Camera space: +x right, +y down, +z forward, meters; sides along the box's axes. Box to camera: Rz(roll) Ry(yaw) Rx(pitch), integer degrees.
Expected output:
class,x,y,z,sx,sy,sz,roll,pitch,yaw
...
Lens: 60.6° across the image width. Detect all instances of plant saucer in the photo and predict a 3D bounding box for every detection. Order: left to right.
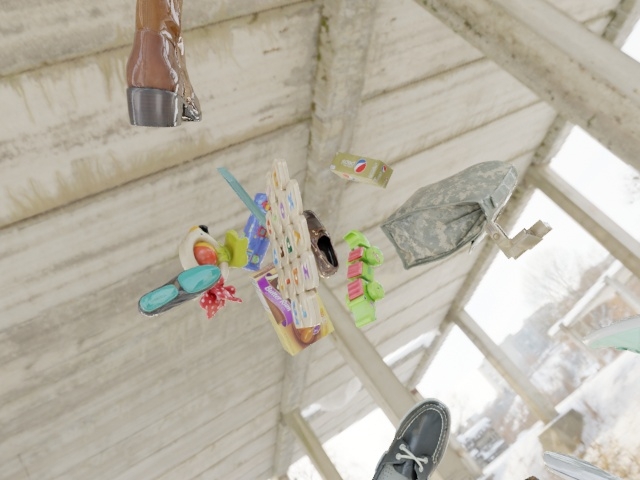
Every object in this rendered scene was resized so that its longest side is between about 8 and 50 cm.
class,x,y,z,sx,sy,sz,roll,pitch,yaw
plant saucer,-0.155,-0.083,1.170,0.018,0.067,0.192,-42,-42,-6

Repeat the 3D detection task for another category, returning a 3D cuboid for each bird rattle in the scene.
class,x,y,z,sx,sy,sz,roll,pitch,yaw
bird rattle,-0.308,0.074,1.497,0.143,0.254,0.207,-26,-56,34

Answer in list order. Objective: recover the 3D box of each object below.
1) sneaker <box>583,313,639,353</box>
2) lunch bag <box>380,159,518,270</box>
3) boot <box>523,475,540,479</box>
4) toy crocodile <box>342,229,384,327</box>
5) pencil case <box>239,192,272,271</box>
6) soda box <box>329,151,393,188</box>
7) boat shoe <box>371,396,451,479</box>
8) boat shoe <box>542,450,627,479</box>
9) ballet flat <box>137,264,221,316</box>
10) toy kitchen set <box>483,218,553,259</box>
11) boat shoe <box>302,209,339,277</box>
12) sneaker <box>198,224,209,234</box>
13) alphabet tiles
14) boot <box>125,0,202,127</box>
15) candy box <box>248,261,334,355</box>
class,x,y,z,sx,sy,sz,roll,pitch,yaw
sneaker,0.648,0.224,1.088,0.094,0.151,0.256,-15,-15,-25
lunch bag,0.335,-0.069,1.340,0.287,0.169,0.235,-24,12,44
boot,0.588,0.769,1.486,0.106,0.219,0.082,-9,-23,-32
toy crocodile,0.128,0.116,1.742,0.115,0.341,0.105,-27,-44,34
pencil case,-0.242,-0.035,2.097,0.119,0.133,0.306,21,-94,-29
soda box,0.109,-0.193,1.487,0.061,0.181,0.058,27,-92,-42
boat shoe,0.171,0.459,1.092,0.303,0.114,0.091,-65,-15,0
boat shoe,0.543,0.490,1.069,0.083,0.226,0.076,13,-90,-46
ballet flat,-0.324,0.118,1.261,0.203,0.074,0.074,-28,-30,-26
toy kitchen set,0.327,-0.021,0.924,0.068,0.075,0.083,8,-46,-48
boat shoe,0.000,0.000,1.529,0.073,0.207,0.073,-18,-17,-27
sneaker,-0.371,0.019,1.681,0.063,0.171,0.075,12,-42,-19
alphabet tiles,-0.051,0.009,0.944,0.021,0.284,0.278,-11,-8,-16
boot,-0.225,-0.313,0.780,0.264,0.096,0.281,-82,-4,-75
candy box,-0.059,0.130,1.141,0.109,0.053,0.187,-28,-74,-18
